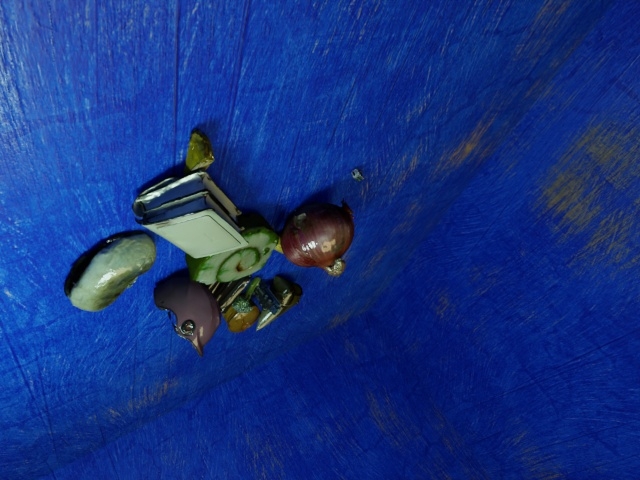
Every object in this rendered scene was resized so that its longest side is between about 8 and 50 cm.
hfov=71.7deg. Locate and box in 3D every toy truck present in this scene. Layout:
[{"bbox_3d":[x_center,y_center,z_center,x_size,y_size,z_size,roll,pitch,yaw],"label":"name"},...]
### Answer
[{"bbox_3d":[-0.280,0.295,2.304,0.088,0.201,0.074,-14,146,-48],"label":"toy truck"},{"bbox_3d":[0.166,-0.293,1.987,0.044,0.039,0.083,-28,162,17],"label":"toy truck"}]

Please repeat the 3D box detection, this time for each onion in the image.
[{"bbox_3d":[-0.004,-0.033,1.945,0.354,0.353,0.353,-30,157,-14],"label":"onion"}]

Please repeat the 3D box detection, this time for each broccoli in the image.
[{"bbox_3d":[-0.368,0.270,2.235,0.204,0.118,0.122,-61,-165,-21],"label":"broccoli"}]

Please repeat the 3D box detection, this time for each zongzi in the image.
[{"bbox_3d":[-0.236,0.370,2.494,0.317,0.154,0.289,-57,159,-2],"label":"zongzi"}]

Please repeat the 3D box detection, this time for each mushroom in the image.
[{"bbox_3d":[-0.689,0.122,1.478,0.344,0.130,0.247,-36,153,3],"label":"mushroom"}]

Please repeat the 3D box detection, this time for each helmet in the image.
[{"bbox_3d":[-0.515,0.282,1.805,0.197,0.338,0.271,-40,-179,-15],"label":"helmet"}]

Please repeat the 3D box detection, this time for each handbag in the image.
[{"bbox_3d":[-0.454,0.227,2.052,0.257,0.113,0.285,-45,157,5],"label":"handbag"},{"bbox_3d":[-0.406,-0.068,1.440,0.237,0.160,0.358,-20,160,2],"label":"handbag"}]

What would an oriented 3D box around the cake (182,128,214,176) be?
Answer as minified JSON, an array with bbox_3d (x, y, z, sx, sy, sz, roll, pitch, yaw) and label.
[{"bbox_3d":[-0.344,-0.229,1.300,0.080,0.116,0.184,-13,144,-40],"label":"cake"}]

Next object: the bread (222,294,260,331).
[{"bbox_3d":[-0.425,0.401,2.390,0.196,0.142,0.269,-29,156,-18],"label":"bread"}]

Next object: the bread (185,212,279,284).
[{"bbox_3d":[-0.353,0.049,1.778,0.382,0.129,0.366,-30,157,-11],"label":"bread"}]

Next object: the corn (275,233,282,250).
[{"bbox_3d":[-0.182,0.022,2.077,0.072,0.072,0.203,-38,159,6],"label":"corn"}]
